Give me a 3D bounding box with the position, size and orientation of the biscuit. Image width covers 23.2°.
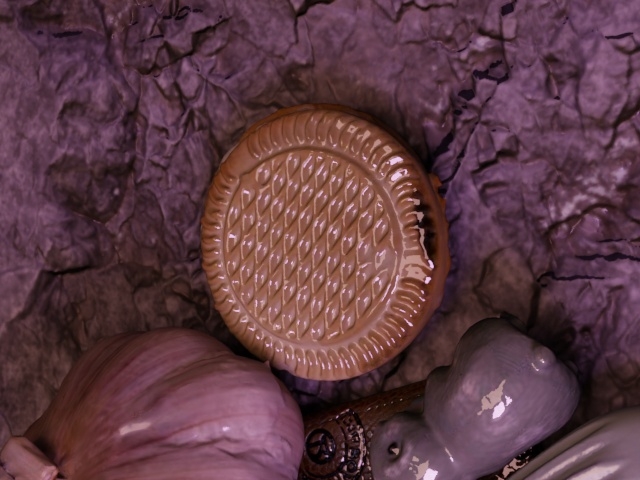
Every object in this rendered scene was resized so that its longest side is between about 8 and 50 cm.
[{"bbox_3d":[0.000,0.000,1.374,0.259,0.079,0.259,0,91,28],"label":"biscuit"}]

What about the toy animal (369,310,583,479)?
[{"bbox_3d":[0.101,0.158,1.242,0.236,0.138,0.108,-42,83,-2],"label":"toy animal"}]

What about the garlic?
[{"bbox_3d":[-0.144,0.230,1.371,0.322,0.241,0.322,5,101,30],"label":"garlic"}]

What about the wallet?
[{"bbox_3d":[0.077,0.192,1.360,0.243,0.039,0.133,-18,81,27],"label":"wallet"}]

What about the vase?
[{"bbox_3d":[0.190,0.229,1.236,0.248,0.128,0.128,-31,76,15],"label":"vase"}]
